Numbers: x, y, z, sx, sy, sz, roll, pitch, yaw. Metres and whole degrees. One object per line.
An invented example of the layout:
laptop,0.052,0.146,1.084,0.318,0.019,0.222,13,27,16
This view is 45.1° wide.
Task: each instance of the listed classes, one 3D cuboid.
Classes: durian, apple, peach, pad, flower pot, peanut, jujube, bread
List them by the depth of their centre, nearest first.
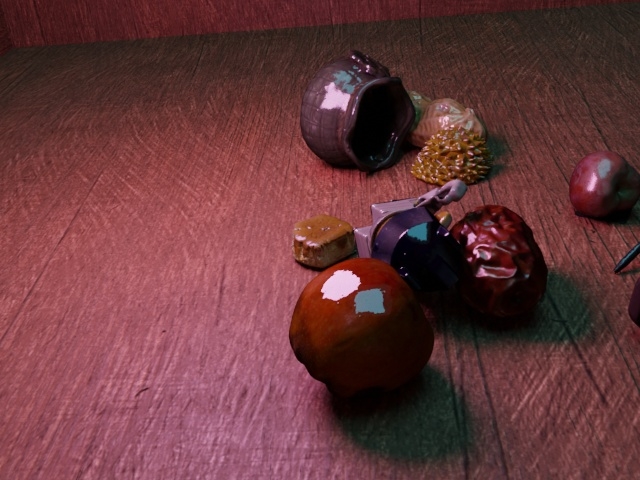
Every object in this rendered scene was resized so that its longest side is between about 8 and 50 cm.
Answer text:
apple,0.061,0.146,1.245,0.230,0.230,0.230,-4,29,2
jujube,0.324,0.037,1.434,0.174,0.174,0.250,-8,36,-5
bread,0.000,0.000,1.647,0.128,0.069,0.140,21,38,40
peach,0.619,-0.118,1.698,0.152,0.152,0.152,-4,29,2
pad,0.650,-0.082,1.750,0.112,0.003,0.157,12,34,27
durian,0.332,-0.199,1.930,0.182,0.165,0.132,28,-4,11
flower pot,0.100,-0.335,2.001,0.213,0.301,0.302,29,43,36
peanut,0.308,-0.317,2.072,0.140,0.153,0.325,-20,39,-33

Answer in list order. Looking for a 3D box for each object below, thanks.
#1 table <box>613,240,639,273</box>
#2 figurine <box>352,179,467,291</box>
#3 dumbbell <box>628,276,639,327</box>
table,0.717,-0.035,1.410,0.249,0.317,0.317,-40,42,-24
figurine,0.160,0.013,1.440,0.143,0.308,0.308,17,26,-14
dumbbell,0.610,0.137,1.233,0.124,0.140,0.225,-2,27,-15
